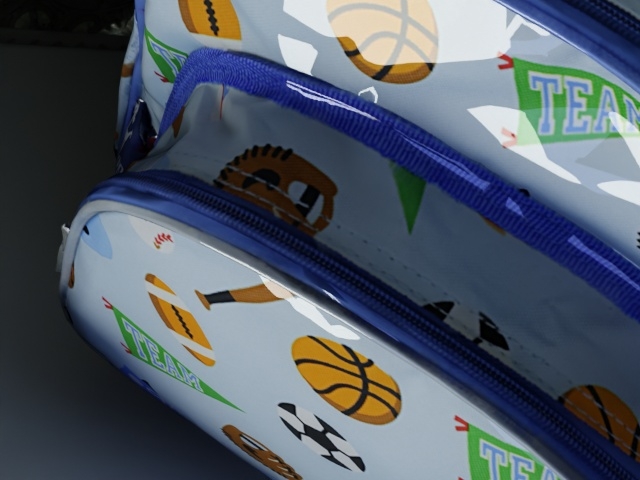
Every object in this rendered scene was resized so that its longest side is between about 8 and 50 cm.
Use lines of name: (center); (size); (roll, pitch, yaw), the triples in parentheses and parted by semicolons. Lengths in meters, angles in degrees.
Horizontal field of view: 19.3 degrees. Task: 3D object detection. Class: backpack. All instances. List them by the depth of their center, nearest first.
backpack: (0.055, -0.026, 0.502); (0.276, 0.213, 0.263); (27, 153, 2)

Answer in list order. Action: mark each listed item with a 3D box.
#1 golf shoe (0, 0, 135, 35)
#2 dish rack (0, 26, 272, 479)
golf shoe: (-0.132, -0.133, 0.705); (0.086, 0.069, 0.176); (50, -174, 39)
dish rack: (-0.067, 0.027, 0.634); (0.332, 0.285, 0.072); (0, 141, -34)
